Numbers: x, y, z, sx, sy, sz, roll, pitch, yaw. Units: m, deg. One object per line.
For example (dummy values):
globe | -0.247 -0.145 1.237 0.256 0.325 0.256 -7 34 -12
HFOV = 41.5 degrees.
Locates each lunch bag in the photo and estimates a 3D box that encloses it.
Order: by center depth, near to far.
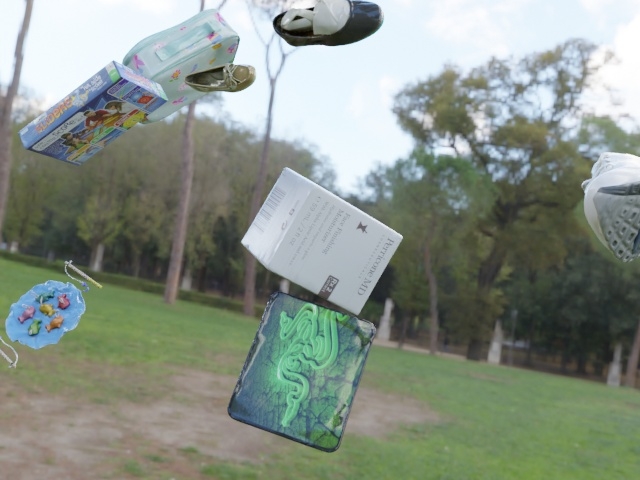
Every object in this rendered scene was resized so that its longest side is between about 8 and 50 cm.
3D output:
lunch bag | -0.315 -0.398 1.896 0.108 0.279 0.224 49 -27 10

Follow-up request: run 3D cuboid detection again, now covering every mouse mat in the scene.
mouse mat | -0.022 0.169 1.112 0.152 0.190 0.007 18 -28 4

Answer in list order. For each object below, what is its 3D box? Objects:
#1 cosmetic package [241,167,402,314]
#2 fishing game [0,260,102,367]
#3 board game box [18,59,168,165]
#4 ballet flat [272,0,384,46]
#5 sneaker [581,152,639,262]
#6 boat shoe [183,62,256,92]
cosmetic package | 0.000 0.000 1.368 0.183 0.151 0.151 28 3 -26
fishing game | -0.623 0.161 1.900 0.189 0.264 0.041 33 -25 33
board game box | -0.363 -0.200 1.360 0.201 0.035 0.136 -32 -17 14
ballet flat | 0.002 -0.449 1.748 0.096 0.095 0.280 18 -11 -42
sneaker | 0.370 -0.052 1.032 0.129 0.111 0.297 41 21 27
boat shoe | -0.202 -0.328 1.703 0.153 0.056 0.048 2 1 26
